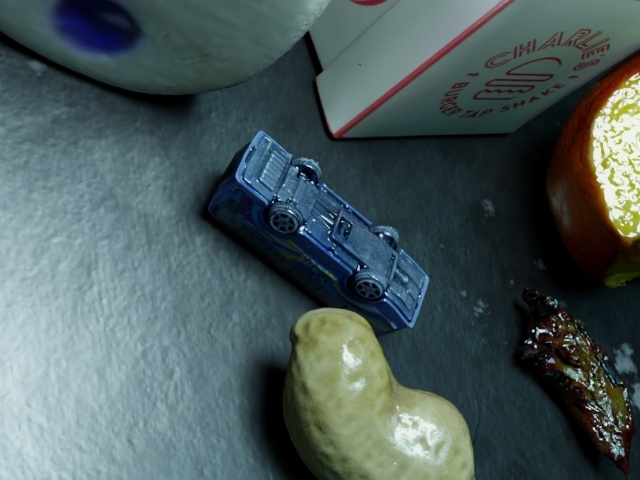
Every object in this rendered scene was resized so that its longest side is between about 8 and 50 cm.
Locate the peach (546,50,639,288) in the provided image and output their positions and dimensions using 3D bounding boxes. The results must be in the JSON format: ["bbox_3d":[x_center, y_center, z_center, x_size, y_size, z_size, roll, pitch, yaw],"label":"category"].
[{"bbox_3d":[0.415,-0.098,1.205,0.242,0.306,0.380,55,25,13],"label":"peach"}]

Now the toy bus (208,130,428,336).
[{"bbox_3d":[-0.002,0.003,0.964,0.236,0.094,0.079,39,44,-19],"label":"toy bus"}]

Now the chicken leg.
[{"bbox_3d":[0.297,0.156,1.146,0.234,0.063,0.105,52,53,-8],"label":"chicken leg"}]

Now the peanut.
[{"bbox_3d":[0.051,0.173,0.901,0.253,0.137,0.122,47,6,-12],"label":"peanut"}]

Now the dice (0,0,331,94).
[{"bbox_3d":[-0.146,-0.323,0.860,0.304,0.304,0.277,20,60,-30],"label":"dice"}]

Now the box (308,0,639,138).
[{"bbox_3d":[0.172,-0.312,1.100,0.314,0.312,0.300,-7,72,-39],"label":"box"}]
